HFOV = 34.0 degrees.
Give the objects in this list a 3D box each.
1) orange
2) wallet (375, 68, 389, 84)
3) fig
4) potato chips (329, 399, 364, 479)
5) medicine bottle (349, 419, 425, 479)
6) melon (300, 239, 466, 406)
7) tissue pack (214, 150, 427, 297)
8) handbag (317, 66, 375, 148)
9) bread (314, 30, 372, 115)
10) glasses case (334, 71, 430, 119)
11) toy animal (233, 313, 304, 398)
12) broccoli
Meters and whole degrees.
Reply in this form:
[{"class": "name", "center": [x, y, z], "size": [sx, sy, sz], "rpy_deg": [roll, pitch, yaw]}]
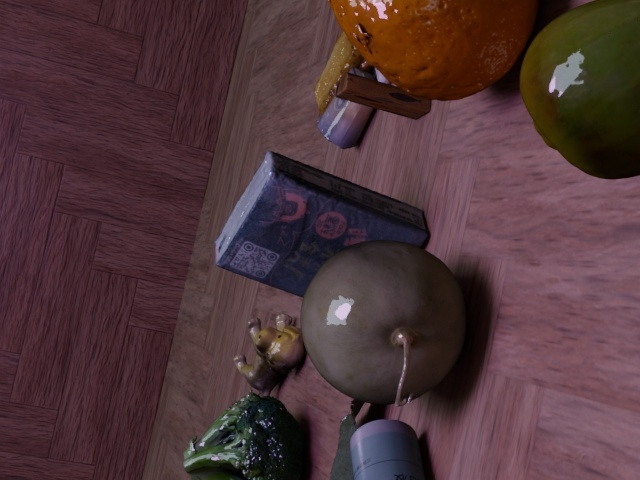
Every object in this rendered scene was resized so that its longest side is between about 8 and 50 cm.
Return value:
[{"class": "orange", "center": [0.181, -0.388, 1.598], "size": [0.293, 0.341, 0.340], "rpy_deg": [-38, 34, 22]}, {"class": "wallet", "center": [0.159, -0.413, 2.146], "size": [0.095, 0.033, 0.190], "rpy_deg": [-100, 28, -48]}, {"class": "fig", "center": [0.345, -0.173, 1.173], "size": [0.230, 0.207, 0.207], "rpy_deg": [-9, 64, 34]}, {"class": "potato chips", "center": [0.064, 0.335, 1.841], "size": [0.167, 0.059, 0.228], "rpy_deg": [141, 136, -78]}, {"class": "medicine bottle", "center": [0.114, 0.433, 1.547], "size": [0.351, 0.110, 0.110], "rpy_deg": [-97, 26, -47]}, {"class": "melon", "center": [0.092, 0.122, 1.610], "size": [0.308, 0.272, 0.271], "rpy_deg": [-16, 62, 61]}, {"class": "tissue pack", "center": [0.000, 0.000, 1.838], "size": [0.228, 0.316, 0.103], "rpy_deg": [-56, 23, 31]}, {"class": "handbag", "center": [0.062, -0.276, 2.261], "size": [0.173, 0.095, 0.117], "rpy_deg": [-58, 19, 26]}, {"class": "bread", "center": [0.058, -0.373, 2.339], "size": [0.114, 0.083, 0.211], "rpy_deg": [-104, 32, -45]}, {"class": "glasses case", "center": [0.116, -0.270, 1.946], "size": [0.065, 0.170, 0.041], "rpy_deg": [155, 126, -69]}, {"class": "toy animal", "center": [-0.114, 0.257, 2.374], "size": [0.233, 0.121, 0.168], "rpy_deg": [116, 148, -42]}, {"class": "broccoli", "center": [-0.151, 0.446, 2.157], "size": [0.294, 0.245, 0.265], "rpy_deg": [77, -179, -76]}]
